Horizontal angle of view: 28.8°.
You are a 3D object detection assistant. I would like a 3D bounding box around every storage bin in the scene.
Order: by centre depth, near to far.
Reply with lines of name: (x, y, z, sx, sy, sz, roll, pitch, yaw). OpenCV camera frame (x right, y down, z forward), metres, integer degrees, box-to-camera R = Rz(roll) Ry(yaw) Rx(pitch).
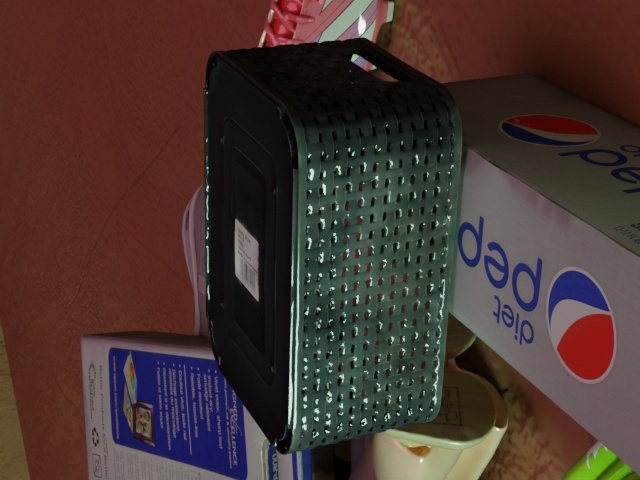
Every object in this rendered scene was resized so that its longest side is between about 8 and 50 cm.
storage bin: (0.000, 0.000, 0.623, 0.122, 0.084, 0.180, -136, 43, -55)

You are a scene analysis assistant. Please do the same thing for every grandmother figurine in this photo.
grandmother figurine: (0.041, 0.202, 0.842, 0.208, 0.104, 0.342, -83, 3, -46)

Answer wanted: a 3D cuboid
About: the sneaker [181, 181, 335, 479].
sneaker: (-0.049, 0.054, 0.971, 0.115, 0.105, 0.281, 117, 139, -54)

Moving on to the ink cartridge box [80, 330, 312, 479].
ink cartridge box: (-0.080, 0.158, 0.880, 0.371, 0.069, 0.176, -3, 90, 62)

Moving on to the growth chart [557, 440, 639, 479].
growth chart: (0.189, 0.179, 0.575, 0.237, 0.021, 0.172, 63, 151, 32)

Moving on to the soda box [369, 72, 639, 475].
soda box: (0.127, 0.009, 0.560, 0.286, 0.098, 0.091, -138, 44, -55)

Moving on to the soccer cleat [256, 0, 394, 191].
soccer cleat: (-0.015, -0.120, 0.845, 0.083, 0.095, 0.248, -125, 34, -46)
